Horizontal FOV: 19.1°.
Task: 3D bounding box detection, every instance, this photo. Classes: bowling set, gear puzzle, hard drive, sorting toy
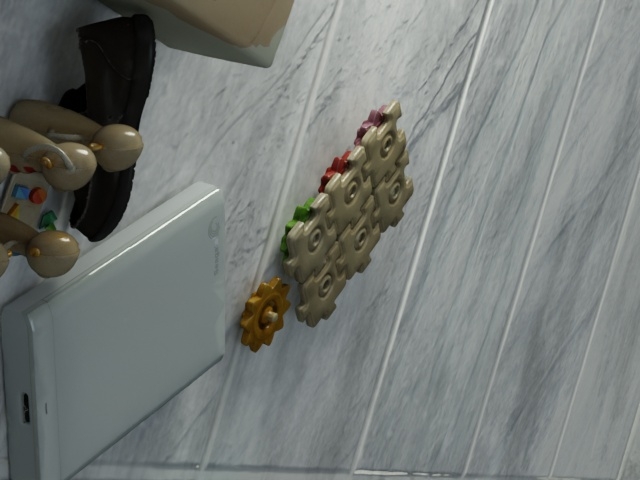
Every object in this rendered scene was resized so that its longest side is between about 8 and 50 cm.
[{"bbox_3d":[-0.256,-0.008,1.516,0.287,0.154,0.199,-15,118,-60],"label":"bowling set"},{"bbox_3d":[0.000,0.000,2.158,0.339,0.044,0.175,-53,149,-31],"label":"gear puzzle"},{"bbox_3d":[-0.192,0.092,1.830,0.307,0.040,0.203,-37,136,-50],"label":"hard drive"},{"bbox_3d":[-0.252,-0.030,1.671,0.083,0.012,0.062,15,91,-63],"label":"sorting toy"}]

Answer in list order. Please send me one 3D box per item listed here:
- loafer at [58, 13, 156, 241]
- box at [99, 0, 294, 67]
[{"bbox_3d":[-0.200,-0.102,1.681,0.080,0.078,0.220,-109,-151,-61],"label":"loafer"},{"bbox_3d":[-0.136,-0.267,1.640,0.311,0.121,0.148,25,81,-63],"label":"box"}]
